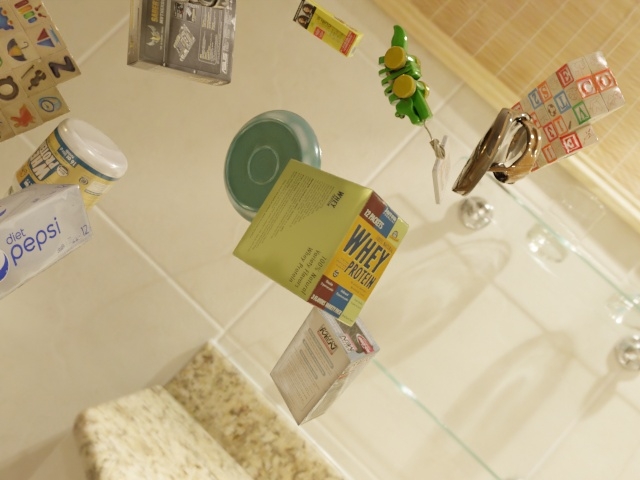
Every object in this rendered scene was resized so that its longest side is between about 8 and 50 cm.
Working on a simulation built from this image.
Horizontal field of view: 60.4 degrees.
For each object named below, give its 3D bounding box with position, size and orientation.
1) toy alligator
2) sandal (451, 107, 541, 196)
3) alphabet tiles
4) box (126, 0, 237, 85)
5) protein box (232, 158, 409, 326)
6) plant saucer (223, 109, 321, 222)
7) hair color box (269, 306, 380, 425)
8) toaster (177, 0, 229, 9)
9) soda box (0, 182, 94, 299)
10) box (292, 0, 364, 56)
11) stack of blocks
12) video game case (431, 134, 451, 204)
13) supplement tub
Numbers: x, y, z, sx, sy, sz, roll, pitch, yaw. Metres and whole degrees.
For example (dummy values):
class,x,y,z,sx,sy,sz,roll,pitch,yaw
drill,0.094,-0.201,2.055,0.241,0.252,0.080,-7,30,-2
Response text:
class,x,y,z,sx,sy,sz,roll,pitch,yaw
toy alligator,0.111,-0.186,0.718,0.056,0.051,0.189,-6,79,-56
sandal,0.205,-0.093,0.596,0.060,0.090,0.219,36,28,17
alphabet tiles,-0.659,-0.329,1.046,0.011,0.343,0.285,18,-44,64
box,-0.243,-0.411,0.987,0.183,0.230,0.056,1,6,-39
protein box,0.000,0.000,0.930,0.201,0.199,0.136,27,-6,42
plant saucer,-0.144,-0.196,1.461,0.318,0.317,0.044,40,16,27
hair color box,0.000,0.345,1.555,0.185,0.114,0.374,56,-43,26
toaster,-0.226,-0.457,0.843,0.110,0.168,0.185,-43,-119,46
soda box,-0.455,0.010,0.775,0.091,0.286,0.098,3,-63,17
box,0.025,-0.707,1.829,0.232,0.087,0.058,38,32,8
stack of blocks,0.557,-0.283,1.268,0.297,0.087,0.171,127,-59,-80
video game case,0.364,-0.209,1.644,0.019,0.143,0.157,10,-30,23
supplement tub,-0.489,-0.119,1.057,0.144,0.200,0.144,45,10,-10
